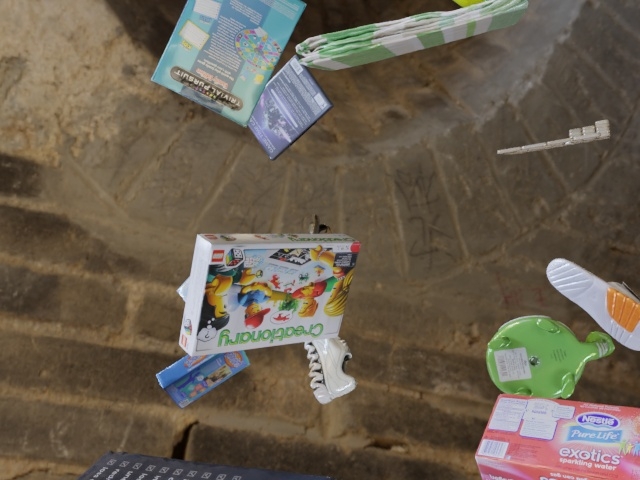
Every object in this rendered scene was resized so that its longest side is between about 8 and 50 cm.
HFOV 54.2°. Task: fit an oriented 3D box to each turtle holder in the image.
[{"bbox_3d":[0.632,0.310,1.776,0.243,0.320,0.227,50,-166,13],"label":"turtle holder"}]

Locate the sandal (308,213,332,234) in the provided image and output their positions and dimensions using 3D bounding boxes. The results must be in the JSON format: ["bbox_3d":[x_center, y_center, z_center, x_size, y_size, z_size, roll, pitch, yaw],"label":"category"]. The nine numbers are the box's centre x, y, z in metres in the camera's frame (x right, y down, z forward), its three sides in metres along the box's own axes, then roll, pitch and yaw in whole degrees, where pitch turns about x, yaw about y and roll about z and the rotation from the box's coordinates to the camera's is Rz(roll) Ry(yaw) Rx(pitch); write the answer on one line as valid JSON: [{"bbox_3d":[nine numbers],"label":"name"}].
[{"bbox_3d":[0.000,0.000,1.542,0.060,0.219,0.089,5,-112,5],"label":"sandal"}]

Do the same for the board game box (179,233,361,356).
[{"bbox_3d":[-0.079,0.085,1.066,0.305,0.192,0.053,-1,-159,-38],"label":"board game box"}]

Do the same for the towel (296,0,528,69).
[{"bbox_3d":[0.143,-0.318,0.961,0.325,0.038,0.248,-11,-171,14],"label":"towel"}]

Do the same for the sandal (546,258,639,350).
[{"bbox_3d":[0.620,0.120,1.352,0.265,0.102,0.076,43,-136,20],"label":"sandal"}]

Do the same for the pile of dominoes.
[{"bbox_3d":[0.581,-0.254,1.552,0.251,0.040,0.196,-7,-177,27],"label":"pile of dominoes"}]

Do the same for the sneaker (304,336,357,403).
[{"bbox_3d":[0.017,0.277,1.653,0.110,0.118,0.292,48,-156,-62],"label":"sneaker"}]

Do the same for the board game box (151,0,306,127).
[{"bbox_3d":[-0.226,-0.487,1.532,0.254,0.336,0.079,25,-171,-20],"label":"board game box"}]

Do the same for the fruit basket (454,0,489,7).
[{"bbox_3d":[0.267,-0.678,1.351,0.392,0.282,0.392,23,-170,-4],"label":"fruit basket"}]

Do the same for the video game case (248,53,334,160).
[{"bbox_3d":[-0.109,-0.405,1.926,0.196,0.274,0.026,56,-149,7],"label":"video game case"}]

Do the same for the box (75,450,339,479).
[{"bbox_3d":[-0.245,0.575,0.894,0.472,0.297,0.480,-5,-165,26],"label":"box"}]

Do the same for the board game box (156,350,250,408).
[{"bbox_3d":[-0.287,0.322,1.565,0.210,0.160,0.047,-31,-120,-14],"label":"board game box"}]

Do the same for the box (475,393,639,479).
[{"bbox_3d":[0.424,0.359,1.000,0.300,0.142,0.154,-3,-149,35],"label":"box"}]

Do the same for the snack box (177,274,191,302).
[{"bbox_3d":[-0.326,0.151,1.999,0.070,0.174,0.207,42,179,40],"label":"snack box"}]
